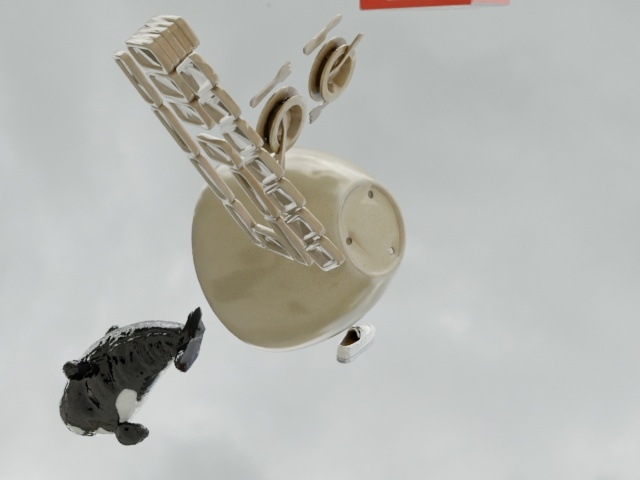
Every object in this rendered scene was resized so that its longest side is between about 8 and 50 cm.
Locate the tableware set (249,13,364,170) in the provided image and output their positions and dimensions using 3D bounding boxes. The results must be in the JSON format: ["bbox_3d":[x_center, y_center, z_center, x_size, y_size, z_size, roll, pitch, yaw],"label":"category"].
[{"bbox_3d":[-0.010,-0.173,1.396,0.039,0.194,0.128,27,-33,23],"label":"tableware set"}]

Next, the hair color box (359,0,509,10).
[{"bbox_3d":[0.076,-0.170,0.741,0.072,0.141,0.043,0,-80,18],"label":"hair color box"}]

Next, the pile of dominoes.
[{"bbox_3d":[-0.067,-0.079,0.977,0.196,0.040,0.251,21,-28,56],"label":"pile of dominoes"}]

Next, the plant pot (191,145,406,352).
[{"bbox_3d":[0.000,0.000,1.513,0.191,0.284,0.284,-11,-68,44],"label":"plant pot"}]

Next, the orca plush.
[{"bbox_3d":[-0.249,0.166,1.353,0.287,0.102,0.151,-18,-107,48],"label":"orca plush"}]

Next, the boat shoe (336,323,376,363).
[{"bbox_3d":[0.052,0.141,1.676,0.035,0.100,0.035,15,-59,28],"label":"boat shoe"}]
